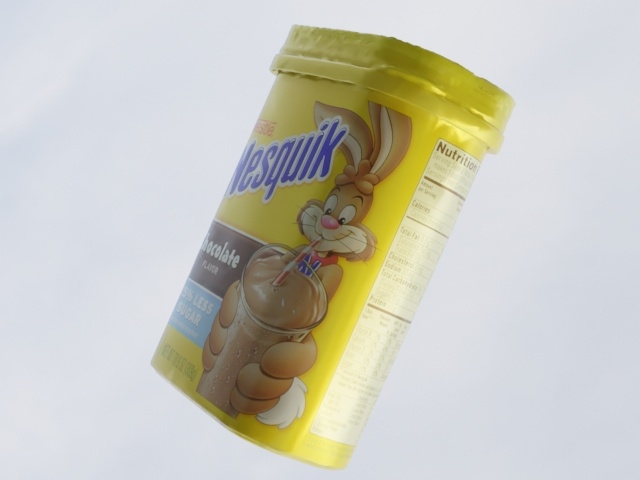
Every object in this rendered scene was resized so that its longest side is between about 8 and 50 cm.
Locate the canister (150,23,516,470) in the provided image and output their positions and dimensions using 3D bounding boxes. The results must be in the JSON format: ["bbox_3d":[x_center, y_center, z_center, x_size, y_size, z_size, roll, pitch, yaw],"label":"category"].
[{"bbox_3d":[0.000,0.000,0.533,0.126,0.073,0.170,23,-91,58],"label":"canister"}]
